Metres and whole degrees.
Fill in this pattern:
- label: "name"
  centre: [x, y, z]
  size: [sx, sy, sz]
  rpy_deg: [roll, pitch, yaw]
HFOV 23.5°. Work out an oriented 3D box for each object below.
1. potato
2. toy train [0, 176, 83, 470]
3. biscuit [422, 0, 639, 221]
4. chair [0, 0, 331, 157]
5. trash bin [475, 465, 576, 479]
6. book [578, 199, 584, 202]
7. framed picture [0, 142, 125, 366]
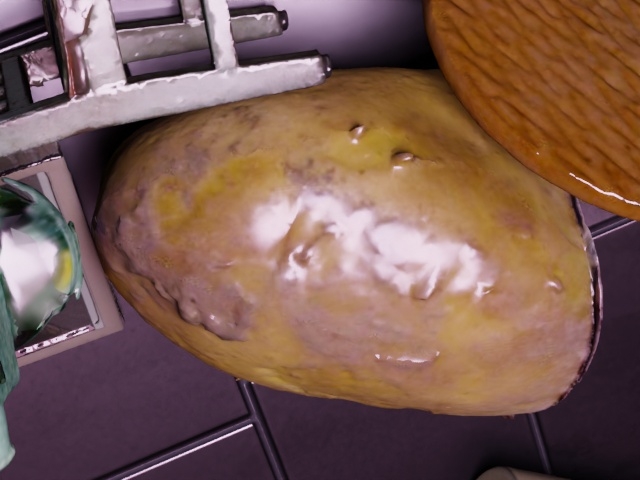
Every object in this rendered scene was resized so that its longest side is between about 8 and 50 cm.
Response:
- label: "potato"
  centre: [0.000, 0.000, 0.900]
  size: [0.266, 0.229, 0.229]
  rpy_deg: [-1, 112, -17]
- label: "toy train"
  centre: [-0.266, -0.063, 0.701]
  size: [0.253, 0.160, 0.397]
  rpy_deg: [-8, 104, 8]
- label: "biscuit"
  centre: [0.180, -0.113, 0.899]
  size: [0.262, 0.262, 0.037]
  rpy_deg: [0, 146, -17]
- label: "chair"
  centre: [-0.144, -0.138, 0.835]
  size: [0.270, 0.136, 0.147]
  rpy_deg: [-13, 114, -8]
- label: "trash bin"
  centre: [0.204, 0.291, 1.134]
  size: [0.247, 0.121, 0.243]
  rpy_deg: [16, 107, -20]
- label: "book"
  centre: [0.219, -0.117, 0.966]
  size: [0.199, 0.138, 0.016]
  rpy_deg: [-23, 157, -7]
- label: "framed picture"
  centre: [-0.254, 0.039, 0.900]
  size: [0.260, 0.023, 0.189]
  rpy_deg: [-20, 145, -9]
